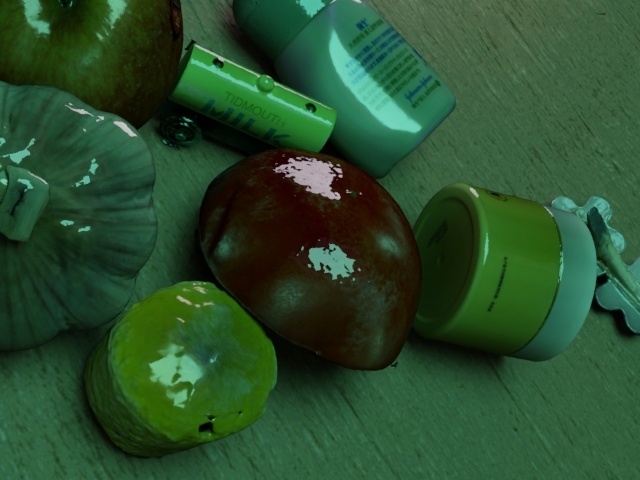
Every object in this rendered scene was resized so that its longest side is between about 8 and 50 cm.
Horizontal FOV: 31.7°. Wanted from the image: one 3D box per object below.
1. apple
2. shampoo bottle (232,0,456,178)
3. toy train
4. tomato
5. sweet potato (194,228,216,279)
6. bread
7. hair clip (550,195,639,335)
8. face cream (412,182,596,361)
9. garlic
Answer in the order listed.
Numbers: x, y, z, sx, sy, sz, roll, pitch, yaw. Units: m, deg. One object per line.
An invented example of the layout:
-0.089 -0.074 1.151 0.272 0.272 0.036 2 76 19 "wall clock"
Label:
-0.301 -0.275 1.356 0.278 0.250 0.309 -16 69 -20 "apple"
0.021 -0.264 1.610 0.349 0.151 0.222 46 48 -3 "shampoo bottle"
-0.100 -0.173 1.492 0.253 0.157 0.105 23 56 -17 "toy train"
0.011 -0.006 1.399 0.338 0.143 0.338 29 27 -16 "tomato"
-0.042 0.051 1.471 0.273 0.075 0.075 24 57 -20 "sweet potato"
-0.164 0.152 1.289 0.197 0.170 0.197 17 57 -29 "bread"
0.455 0.032 1.764 0.146 0.075 0.257 -39 95 -34 "hair clip"
0.238 0.044 1.539 0.179 0.218 0.218 14 61 -22 "face cream"
-0.334 -0.027 1.231 0.322 0.322 0.241 39 24 -7 "garlic"
